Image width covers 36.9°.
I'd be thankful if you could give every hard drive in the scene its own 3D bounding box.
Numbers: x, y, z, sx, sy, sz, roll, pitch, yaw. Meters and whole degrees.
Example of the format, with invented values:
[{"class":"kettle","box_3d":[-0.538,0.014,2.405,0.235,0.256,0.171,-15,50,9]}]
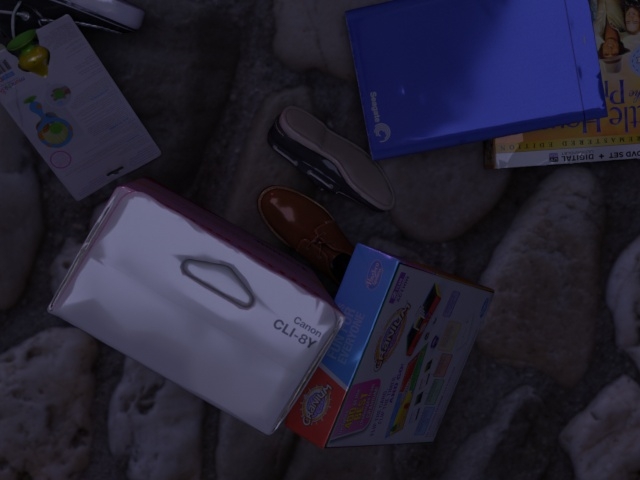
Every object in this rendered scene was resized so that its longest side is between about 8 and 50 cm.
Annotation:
[{"class":"hard drive","box_3d":[0.208,-0.240,1.297,0.319,0.040,0.210,-10,94,13]}]

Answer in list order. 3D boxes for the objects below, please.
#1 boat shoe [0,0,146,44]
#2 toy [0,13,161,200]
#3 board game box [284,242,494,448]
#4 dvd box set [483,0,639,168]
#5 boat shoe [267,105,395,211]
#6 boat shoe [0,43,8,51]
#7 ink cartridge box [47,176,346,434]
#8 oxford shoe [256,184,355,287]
[{"class":"boat shoe","box_3d":[-0.384,-0.301,1.248,0.306,0.113,0.105,14,100,-4]},{"class":"toy","box_3d":[-0.330,-0.179,1.270,0.137,0.056,0.237,-29,131,1]},{"class":"board game box","box_3d":[0.102,0.146,1.251,0.064,0.316,0.242,24,93,32]},{"class":"dvd box set","box_3d":[0.372,-0.318,1.347,0.308,0.062,0.420,-4,95,-5]},{"class":"boat shoe","box_3d":[0.014,-0.104,1.343,0.206,0.075,0.065,38,134,-13]},{"class":"boat shoe","box_3d":[-0.465,-0.210,1.284,0.049,0.042,0.133,43,89,17]},{"class":"ink cartridge box","box_3d":[-0.145,0.058,1.166,0.279,0.385,0.160,30,91,-7]},{"class":"oxford shoe","box_3d":[0.000,0.000,1.333,0.212,0.076,0.076,41,92,-6]}]
